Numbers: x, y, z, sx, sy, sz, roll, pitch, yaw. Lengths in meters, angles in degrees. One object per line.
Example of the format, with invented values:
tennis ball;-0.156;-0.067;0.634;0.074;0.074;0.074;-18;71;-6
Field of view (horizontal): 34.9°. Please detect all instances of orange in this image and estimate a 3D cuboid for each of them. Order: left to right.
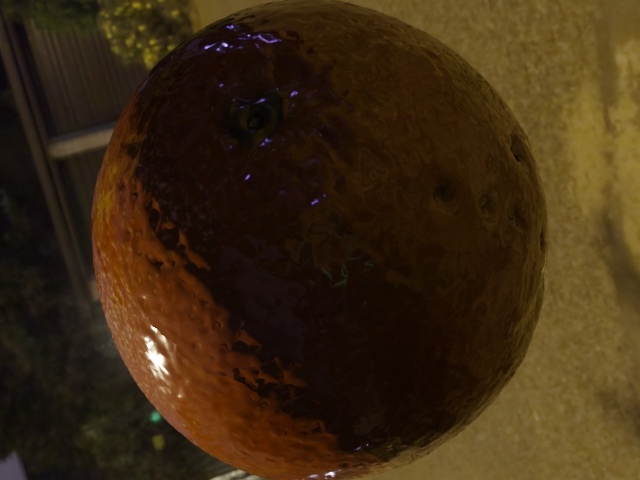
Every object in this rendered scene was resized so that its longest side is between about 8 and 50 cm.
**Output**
orange;0.000;0.000;0.421;0.206;0.206;0.206;163;90;-79
